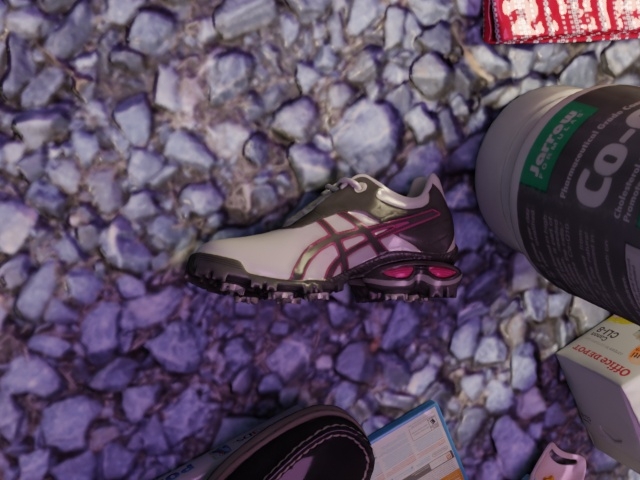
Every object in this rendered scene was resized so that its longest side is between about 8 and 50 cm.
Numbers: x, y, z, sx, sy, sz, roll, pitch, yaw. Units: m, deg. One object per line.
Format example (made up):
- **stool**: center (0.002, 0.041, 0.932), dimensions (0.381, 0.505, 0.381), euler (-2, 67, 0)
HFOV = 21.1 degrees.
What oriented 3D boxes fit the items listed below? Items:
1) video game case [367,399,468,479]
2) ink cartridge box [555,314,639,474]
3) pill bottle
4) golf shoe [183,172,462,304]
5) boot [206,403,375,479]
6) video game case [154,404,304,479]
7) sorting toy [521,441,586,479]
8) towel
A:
- **video game case**: center (0.091, 0.255, 1.697), dimensions (0.119, 0.015, 0.166), euler (-29, 112, -16)
- **ink cartridge box**: center (0.353, 0.134, 1.723), dimensions (0.176, 0.128, 0.127), euler (-33, 113, -15)
- **pill bottle**: center (0.296, -0.029, 1.527), dimensions (0.204, 0.361, 0.204), euler (-6, 105, -23)
- **golf shoe**: center (0.000, 0.000, 1.561), dimensions (0.273, 0.105, 0.120), euler (-1, 87, -30)
- **boot**: center (-0.050, 0.330, 1.458), dimensions (0.377, 0.284, 0.138), euler (-44, 117, -8)
- **video game case**: center (-0.089, 0.363, 1.630), dimensions (0.300, 0.036, 0.329), euler (-27, 112, -17)
- **sorting toy**: center (0.237, 0.246, 1.749), dimensions (0.083, 0.045, 0.075), euler (27, 83, -27)
- **towel**: center (0.281, -0.289, 1.644), dimensions (0.275, 0.031, 0.199), euler (-6, 104, -23)
